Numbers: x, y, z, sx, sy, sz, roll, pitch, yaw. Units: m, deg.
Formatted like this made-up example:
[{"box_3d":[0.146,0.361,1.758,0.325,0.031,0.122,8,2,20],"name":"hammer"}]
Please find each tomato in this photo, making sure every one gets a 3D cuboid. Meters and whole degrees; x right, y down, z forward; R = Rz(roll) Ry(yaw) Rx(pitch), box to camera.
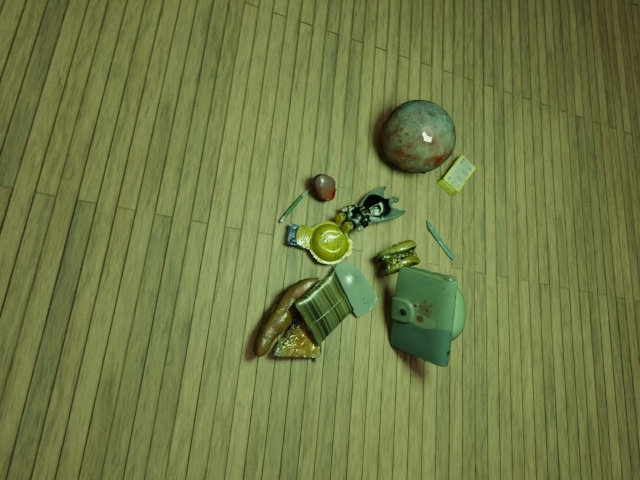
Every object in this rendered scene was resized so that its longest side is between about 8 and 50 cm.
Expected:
[{"box_3d":[0.414,-0.440,1.876,0.316,0.282,0.317,6,55,-9],"name":"tomato"}]

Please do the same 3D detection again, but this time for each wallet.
[{"box_3d":[0.380,0.279,1.658,0.083,0.252,0.360,-17,114,-49],"name":"wallet"}]

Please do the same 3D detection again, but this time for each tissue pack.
[{"box_3d":[0.629,-0.302,2.033,0.095,0.062,0.176,42,68,-4],"name":"tissue pack"}]

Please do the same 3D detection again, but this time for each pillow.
[{"box_3d":[0.021,0.246,1.613,0.212,0.052,0.208,-41,119,-27],"name":"pillow"}]

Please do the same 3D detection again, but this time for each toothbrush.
[{"box_3d":[-0.085,-0.164,1.759,0.024,0.018,0.257,39,67,-4],"name":"toothbrush"}]

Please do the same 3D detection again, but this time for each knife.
[{"box_3d":[0.529,0.000,1.949,0.028,0.015,0.210,-38,91,-17],"name":"knife"}]

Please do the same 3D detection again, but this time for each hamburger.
[{"box_3d":[0.303,0.070,1.772,0.177,0.185,0.113,-16,86,-61],"name":"hamburger"}]

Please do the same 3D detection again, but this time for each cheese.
[{"box_3d":[0.000,0.000,1.724,0.270,0.069,0.177,13,73,-15],"name":"cheese"}]

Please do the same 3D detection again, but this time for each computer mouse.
[{"box_3d":[0.131,0.190,1.726,0.128,0.079,0.231,-44,98,-20],"name":"computer mouse"}]

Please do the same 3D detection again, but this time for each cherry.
[{"box_3d":[0.015,-0.218,1.768,0.126,0.087,0.106,48,42,-32],"name":"cherry"}]

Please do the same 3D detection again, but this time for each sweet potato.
[{"box_3d":[-0.135,0.262,1.596,0.354,0.106,0.095,-51,124,-16],"name":"sweet potato"}]

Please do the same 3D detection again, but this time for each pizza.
[{"box_3d":[-0.092,0.375,1.609,0.195,0.052,0.185,-19,91,-28],"name":"pizza"}]

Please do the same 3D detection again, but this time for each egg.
[{"box_3d":[0.475,0.267,1.762,0.203,0.203,0.283,-9,78,-22],"name":"egg"}]

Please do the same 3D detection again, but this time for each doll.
[{"box_3d":[0.207,-0.118,1.803,0.316,0.103,0.145,-23,43,-31],"name":"doll"}]
